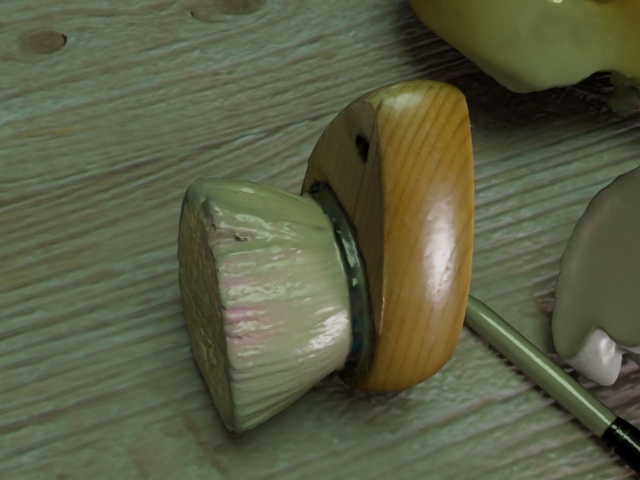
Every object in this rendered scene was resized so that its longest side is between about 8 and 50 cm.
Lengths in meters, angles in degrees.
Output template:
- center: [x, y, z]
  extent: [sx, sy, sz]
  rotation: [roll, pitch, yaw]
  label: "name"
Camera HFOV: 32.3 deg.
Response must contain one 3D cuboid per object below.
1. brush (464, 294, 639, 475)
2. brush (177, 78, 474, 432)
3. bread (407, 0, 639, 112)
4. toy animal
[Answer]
- center: [0.211, 0.131, 0.841]
  extent: [0.039, 0.042, 0.299]
  rotation: [-39, 70, -22]
  label: "brush"
- center: [0.000, 0.000, 0.753]
  extent: [0.166, 0.266, 0.174]
  rotation: [-8, 49, -19]
  label: "brush"
- center: [0.288, -0.275, 0.991]
  extent: [0.424, 0.245, 0.329]
  rotation: [-11, 61, -21]
  label: "bread"
- center: [0.344, 0.030, 0.827]
  extent: [0.265, 0.272, 0.205]
  rotation: [9, 81, -20]
  label: "toy animal"
